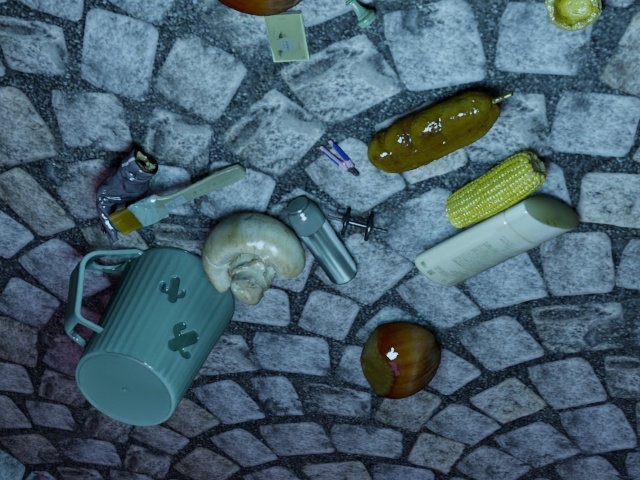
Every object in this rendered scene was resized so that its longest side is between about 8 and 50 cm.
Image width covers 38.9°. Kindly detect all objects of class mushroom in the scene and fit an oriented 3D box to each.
[{"bbox_3d":[-0.179,0.033,2.176,0.254,0.195,0.189,-16,124,24],"label":"mushroom"}]

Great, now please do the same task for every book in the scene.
[{"bbox_3d":[-0.067,-0.411,1.835,0.077,0.014,0.111,1,134,13],"label":"book"}]

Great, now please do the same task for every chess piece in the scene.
[{"bbox_3d":[0.065,-0.455,1.744,0.042,0.042,0.093,-29,114,35],"label":"chess piece"}]

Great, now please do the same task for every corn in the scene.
[{"bbox_3d":[0.377,-0.106,1.969,0.093,0.093,0.244,37,132,-22],"label":"corn"}]

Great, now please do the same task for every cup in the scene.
[{"bbox_3d":[-0.462,0.229,2.312,0.401,0.392,0.310,15,130,7],"label":"cup"}]

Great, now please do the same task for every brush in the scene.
[{"bbox_3d":[-0.327,-0.100,2.115,0.337,0.020,0.085,-24,136,4],"label":"brush"}]

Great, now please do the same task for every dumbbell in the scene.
[{"bbox_3d":[0.087,-0.038,2.126,0.147,0.069,0.069,14,136,1],"label":"dumbbell"}]

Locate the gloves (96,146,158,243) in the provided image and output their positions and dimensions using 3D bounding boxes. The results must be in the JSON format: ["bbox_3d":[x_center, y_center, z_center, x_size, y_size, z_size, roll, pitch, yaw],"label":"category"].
[{"bbox_3d":[-0.466,-0.111,2.165,0.119,0.142,0.285,47,127,21],"label":"gloves"}]

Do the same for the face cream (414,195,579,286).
[{"bbox_3d":[0.396,0.002,2.062,0.174,0.081,0.348,18,142,-42],"label":"face cream"}]

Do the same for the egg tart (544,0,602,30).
[{"bbox_3d":[0.464,-0.434,1.662,0.105,0.039,0.105,7,135,7],"label":"egg tart"}]

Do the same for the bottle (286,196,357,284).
[{"bbox_3d":[0.000,0.000,2.185,0.096,0.079,0.253,24,155,51],"label":"bottle"}]

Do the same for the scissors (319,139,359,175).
[{"bbox_3d":[0.048,-0.181,2.035,0.039,0.012,0.113,-30,121,36],"label":"scissors"}]

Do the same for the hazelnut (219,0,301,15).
[{"bbox_3d":[-0.100,-0.504,1.638,0.181,0.181,0.212,38,123,4],"label":"hazelnut"}]

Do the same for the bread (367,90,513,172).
[{"bbox_3d":[0.249,-0.236,1.883,0.344,0.084,0.124,-25,146,32],"label":"bread"}]

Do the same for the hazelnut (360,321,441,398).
[{"bbox_3d":[0.206,0.304,2.372,0.186,0.210,0.210,14,141,35],"label":"hazelnut"}]
